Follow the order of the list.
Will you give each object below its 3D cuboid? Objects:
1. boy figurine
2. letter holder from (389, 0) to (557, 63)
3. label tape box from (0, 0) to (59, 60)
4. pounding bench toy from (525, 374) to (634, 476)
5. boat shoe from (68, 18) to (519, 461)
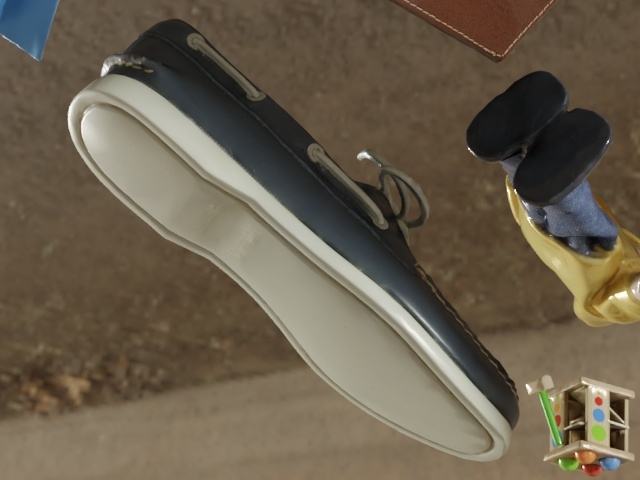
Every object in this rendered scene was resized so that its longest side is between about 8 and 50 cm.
[{"bbox_3d":[0.209,-0.004,1.175,0.177,0.092,0.285,48,-179,39],"label":"boy figurine"},{"bbox_3d":[0.066,-0.295,1.042,0.302,0.152,0.214,23,121,-37],"label":"letter holder"},{"bbox_3d":[-0.379,-0.352,1.487,0.334,0.240,0.106,35,-154,28],"label":"label tape box"},{"bbox_3d":[0.199,0.147,1.218,0.083,0.065,0.052,17,152,-22],"label":"pounding bench toy"},{"bbox_3d":[0.000,0.000,0.715,0.254,0.079,0.095,39,147,0],"label":"boat shoe"}]
